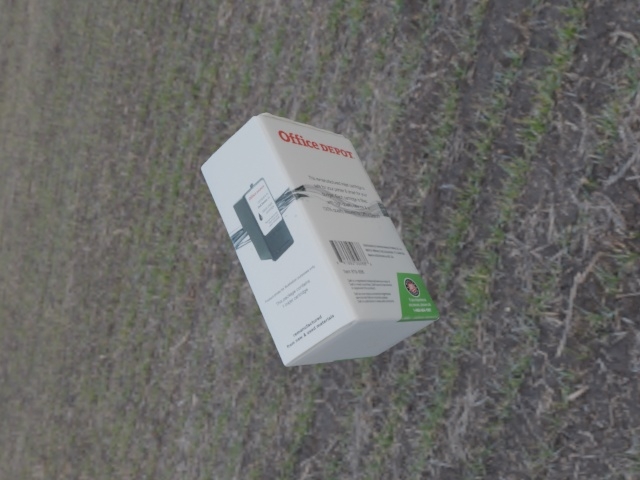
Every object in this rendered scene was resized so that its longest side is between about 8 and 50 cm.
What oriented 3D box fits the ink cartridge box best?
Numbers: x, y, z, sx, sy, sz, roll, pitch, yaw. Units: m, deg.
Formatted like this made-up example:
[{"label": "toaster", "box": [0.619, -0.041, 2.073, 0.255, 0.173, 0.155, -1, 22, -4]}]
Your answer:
[{"label": "ink cartridge box", "box": [0.000, 0.000, 0.715, 0.087, 0.153, 0.208, -36, 66, 28]}]
